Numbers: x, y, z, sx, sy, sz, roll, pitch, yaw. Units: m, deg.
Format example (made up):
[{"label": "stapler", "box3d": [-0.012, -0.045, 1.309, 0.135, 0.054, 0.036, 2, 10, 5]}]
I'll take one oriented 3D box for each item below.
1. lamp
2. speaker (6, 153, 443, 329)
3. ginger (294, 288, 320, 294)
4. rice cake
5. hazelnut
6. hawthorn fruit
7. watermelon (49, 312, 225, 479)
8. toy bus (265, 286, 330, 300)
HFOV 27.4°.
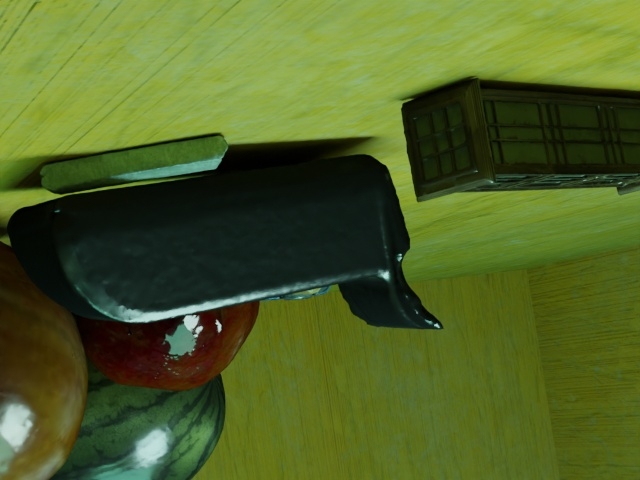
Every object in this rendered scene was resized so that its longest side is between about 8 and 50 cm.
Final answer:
[{"label": "lamp", "box3d": [0.216, -0.088, 1.183, 0.325, 0.089, 0.090, -4, 172, -45]}, {"label": "speaker", "box3d": [-0.086, 0.026, 1.276, 0.388, 0.184, 0.180, -9, -179, -26]}, {"label": "ginger", "box3d": [0.000, 0.002, 1.685, 0.068, 0.095, 0.190, -2, 153, -38]}, {"label": "rice cake", "box3d": [-0.162, -0.066, 1.156, 0.170, 0.029, 0.033, -10, 168, 7]}, {"label": "hazelnut", "box3d": [-0.432, 0.134, 1.450, 0.372, 0.315, 0.372, -2, 146, -1]}, {"label": "hawthorn fruit", "box3d": [-0.172, 0.052, 1.523, 0.224, 0.224, 0.261, -6, 156, -21]}, {"label": "watermelon", "box3d": [-0.301, 0.231, 1.728, 0.359, 0.279, 0.279, -15, 173, 12]}, {"label": "toy bus", "box3d": [-0.115, 0.032, 1.803, 0.246, 0.114, 0.134, -5, 178, -13]}]
